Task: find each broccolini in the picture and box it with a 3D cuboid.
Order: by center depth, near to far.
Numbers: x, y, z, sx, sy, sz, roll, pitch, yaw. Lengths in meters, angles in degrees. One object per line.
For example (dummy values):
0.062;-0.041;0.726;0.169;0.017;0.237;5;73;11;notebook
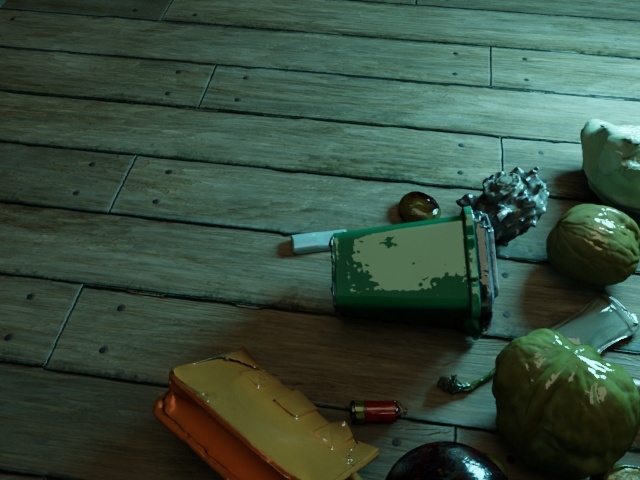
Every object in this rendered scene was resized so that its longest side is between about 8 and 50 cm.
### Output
0.367;0.320;1.477;0.194;0.054;0.052;-13;82;-18;broccolini

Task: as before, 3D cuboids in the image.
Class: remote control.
0.000;0.000;1.741;0.162;0.029;0.061;-8;53;-6;remote control

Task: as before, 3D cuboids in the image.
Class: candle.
0.132;0.384;1.412;0.130;0.052;0.052;-2;51;-2;candle

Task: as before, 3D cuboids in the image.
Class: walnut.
0.499;0.338;1.303;0.253;0.277;0.282;-7;30;-12;walnut
0.703;0.015;1.608;0.228;0.228;0.228;0;51;1;walnut

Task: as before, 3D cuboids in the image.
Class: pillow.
0.672;0.216;1.547;0.232;0.038;0.131;-27;58;-19;pillow

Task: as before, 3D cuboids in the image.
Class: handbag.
-0.115;0.386;1.285;0.410;0.116;0.303;32;14;25;handbag

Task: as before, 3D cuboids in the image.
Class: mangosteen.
0.251;0.513;1.174;0.288;0.288;0.288;0;51;1;mangosteen

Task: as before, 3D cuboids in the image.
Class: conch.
0.489;-0.104;1.667;0.186;0.313;0.241;42;101;2;conch

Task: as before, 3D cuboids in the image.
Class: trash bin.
0.221;0.093;1.513;0.381;0.259;0.295;-3;77;7;trash bin

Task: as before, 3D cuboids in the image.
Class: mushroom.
0.285;-0.093;1.800;0.123;0.052;0.123;-1;54;2;mushroom

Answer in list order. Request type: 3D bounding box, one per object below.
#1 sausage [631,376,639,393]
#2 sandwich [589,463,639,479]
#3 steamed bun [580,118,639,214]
0.750;0.369;1.396;0.302;0.076;0.103;19;52;16;sausage
0.660;0.566;1.228;0.251;0.087;0.226;8;62;7;sandwich
0.880;-0.194;1.761;0.346;0.237;0.394;25;27;38;steamed bun
